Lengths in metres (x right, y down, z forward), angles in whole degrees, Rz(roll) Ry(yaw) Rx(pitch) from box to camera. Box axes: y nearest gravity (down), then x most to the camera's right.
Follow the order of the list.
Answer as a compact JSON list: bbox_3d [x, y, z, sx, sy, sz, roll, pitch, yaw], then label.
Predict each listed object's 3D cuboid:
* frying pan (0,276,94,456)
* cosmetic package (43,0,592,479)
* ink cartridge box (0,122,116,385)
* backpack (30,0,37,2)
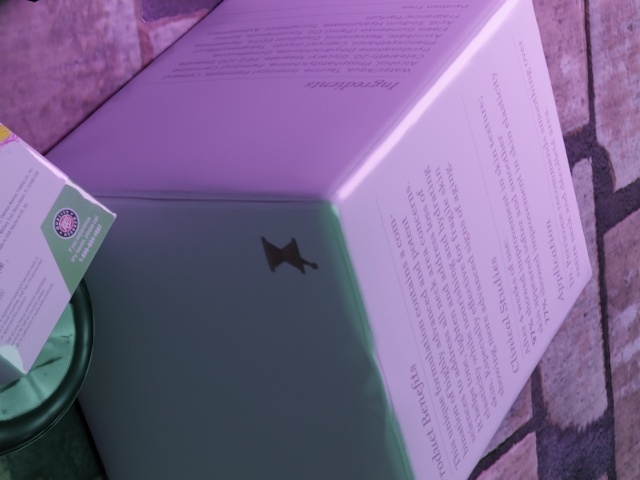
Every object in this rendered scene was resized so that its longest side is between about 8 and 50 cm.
[{"bbox_3d":[-0.245,0.009,1.278,0.197,0.053,0.326,14,83,-34],"label":"frying pan"},{"bbox_3d":[0.000,0.000,1.468,0.393,0.328,0.329,-49,132,-46],"label":"cosmetic package"},{"bbox_3d":[-0.275,-0.015,1.169,0.212,0.093,0.154,41,54,-23],"label":"ink cartridge box"},{"bbox_3d":[-0.218,-0.267,1.291,0.182,0.115,0.152,56,45,-48],"label":"backpack"}]
